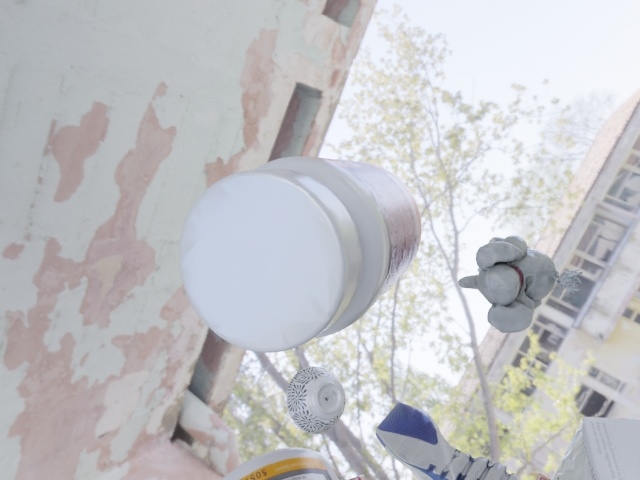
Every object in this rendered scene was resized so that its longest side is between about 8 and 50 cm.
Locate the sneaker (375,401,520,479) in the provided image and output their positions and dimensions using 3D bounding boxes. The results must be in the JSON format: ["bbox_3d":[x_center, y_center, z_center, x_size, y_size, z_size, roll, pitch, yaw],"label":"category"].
[{"bbox_3d":[0.250,0.497,1.054,0.127,0.315,0.182,-32,-47,-36],"label":"sneaker"}]

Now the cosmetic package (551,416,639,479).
[{"bbox_3d":[0.608,0.559,1.071,0.217,0.156,0.385,-80,-15,-48],"label":"cosmetic package"}]

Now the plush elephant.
[{"bbox_3d":[0.529,0.118,1.464,0.255,0.330,0.272,-2,-93,-20],"label":"plush elephant"}]

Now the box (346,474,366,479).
[{"bbox_3d":[0.044,0.892,1.706,0.257,0.123,0.128,-24,-26,3],"label":"box"}]

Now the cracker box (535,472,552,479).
[{"bbox_3d":[0.630,0.802,1.443,0.155,0.067,0.232,39,-102,-26],"label":"cracker box"}]

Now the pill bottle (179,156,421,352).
[{"bbox_3d":[0.000,0.000,0.691,0.224,0.224,0.392,-68,-15,14],"label":"pill bottle"}]

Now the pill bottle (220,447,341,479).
[{"bbox_3d":[-0.006,0.348,0.462,0.162,0.278,0.162,-13,-56,-19],"label":"pill bottle"}]

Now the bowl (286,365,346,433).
[{"bbox_3d":[0.005,0.404,1.299,0.170,0.170,0.080,-43,5,-33],"label":"bowl"}]
